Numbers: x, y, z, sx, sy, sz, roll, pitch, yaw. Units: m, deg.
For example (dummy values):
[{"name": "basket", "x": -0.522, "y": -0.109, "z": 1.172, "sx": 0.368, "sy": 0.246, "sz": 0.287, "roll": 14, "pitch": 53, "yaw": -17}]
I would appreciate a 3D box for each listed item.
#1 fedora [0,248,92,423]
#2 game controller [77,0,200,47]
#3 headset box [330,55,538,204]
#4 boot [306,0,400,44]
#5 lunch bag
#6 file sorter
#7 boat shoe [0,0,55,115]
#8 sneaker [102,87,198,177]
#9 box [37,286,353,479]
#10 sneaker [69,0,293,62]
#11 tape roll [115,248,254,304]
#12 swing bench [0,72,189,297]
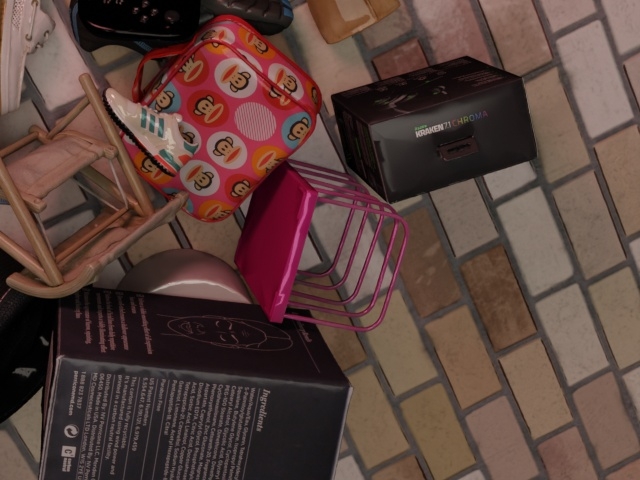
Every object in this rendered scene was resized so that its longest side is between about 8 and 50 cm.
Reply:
[{"name": "fedora", "x": -0.503, "y": 0.131, "z": 1.789, "sx": 0.152, "sy": 0.334, "sz": 0.334, "roll": 35, "pitch": 97, "yaw": 15}, {"name": "game controller", "x": -0.253, "y": -0.405, "z": 1.653, "sx": 0.166, "sy": 0.319, "sz": 0.067, "roll": 8, "pitch": 145, "yaw": -16}, {"name": "headset box", "x": 0.173, "y": -0.178, "z": 1.799, "sx": 0.246, "sy": 0.283, "sz": 0.131, "roll": -18, "pitch": 109, "yaw": -8}, {"name": "boot", "x": 0.054, "y": -0.476, "z": 1.793, "sx": 0.236, "sy": 0.089, "sz": 0.269, "roll": -25, "pitch": 109, "yaw": 9}, {"name": "lunch bag", "x": -0.171, "y": -0.189, "z": 1.754, "sx": 0.258, "sy": 0.120, "sz": 0.293, "roll": 38, "pitch": 123, "yaw": -19}, {"name": "file sorter", "x": 0.000, "y": 0.000, "z": 1.811, "sx": 0.182, "sy": 0.290, "sz": 0.202, "roll": 12, "pitch": 103, "yaw": -18}, {"name": "boat shoe", "x": -0.438, "y": -0.320, "z": 1.717, "sx": 0.096, "sy": 0.098, "sz": 0.277, "roll": 1, "pitch": 102, "yaw": -31}, {"name": "sneaker", "x": -0.245, "y": -0.171, "z": 1.685, "sx": 0.075, "sy": 0.057, "sz": 0.161, "roll": -45, "pitch": 105, "yaw": -11}, {"name": "box", "x": -0.190, "y": 0.222, "z": 1.651, "sx": 0.395, "sy": 0.293, "sz": 0.212, "roll": 7, "pitch": 105, "yaw": -14}, {"name": "sneaker", "x": -0.213, "y": -0.347, "z": 1.770, "sx": 0.341, "sy": 0.125, "sz": 0.139, "roll": 4, "pitch": 133, "yaw": -16}, {"name": "tape roll", "x": -0.218, "y": 0.151, "z": 1.869, "sx": 0.246, "sy": 0.169, "sz": 0.246, "roll": -4, "pitch": 107, "yaw": -12}, {"name": "swing bench", "x": -0.371, "y": -0.065, "z": 1.677, "sx": 0.165, "sy": 0.253, "sz": 0.254, "roll": -36, "pitch": 95, "yaw": 36}]
